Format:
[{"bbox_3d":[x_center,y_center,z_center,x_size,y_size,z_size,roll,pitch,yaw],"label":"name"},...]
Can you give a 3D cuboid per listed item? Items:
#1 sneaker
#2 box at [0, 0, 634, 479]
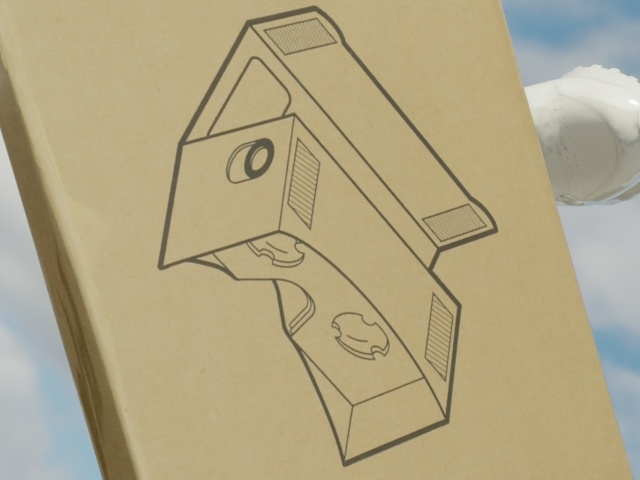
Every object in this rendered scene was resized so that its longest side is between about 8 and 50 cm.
[{"bbox_3d":[0.113,-0.053,1.144,0.235,0.095,0.090,-3,-78,57],"label":"sneaker"},{"bbox_3d":[0.000,0.000,0.500,0.021,0.164,0.201,-12,-86,53],"label":"box"}]
